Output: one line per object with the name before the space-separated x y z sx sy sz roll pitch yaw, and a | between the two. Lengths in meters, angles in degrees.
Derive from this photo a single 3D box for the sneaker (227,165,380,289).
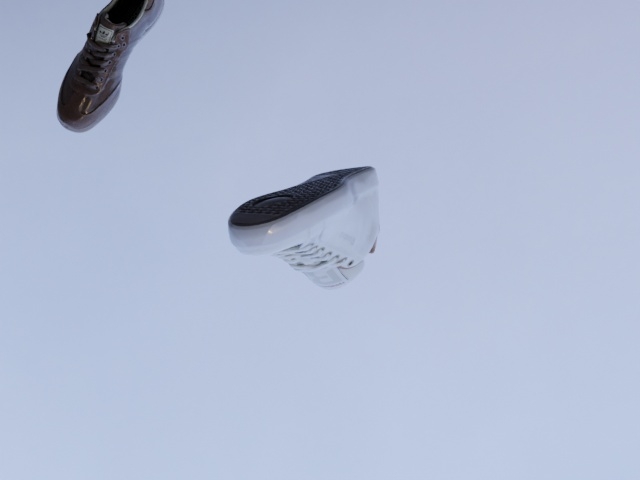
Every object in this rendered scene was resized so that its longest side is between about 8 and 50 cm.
sneaker | 0.000 0.000 1.511 0.105 0.123 0.290 -4 -172 26

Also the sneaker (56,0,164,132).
sneaker | -0.235 -0.208 1.554 0.066 0.071 0.188 25 -100 13
